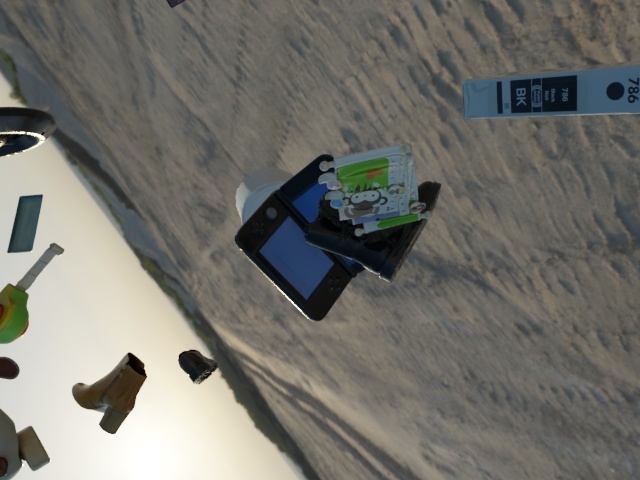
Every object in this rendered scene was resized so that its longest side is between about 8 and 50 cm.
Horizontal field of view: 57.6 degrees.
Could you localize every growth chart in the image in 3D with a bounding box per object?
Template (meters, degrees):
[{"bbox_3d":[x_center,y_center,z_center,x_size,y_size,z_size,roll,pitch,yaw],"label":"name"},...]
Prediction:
[{"bbox_3d":[0.096,-0.082,1.008,0.237,0.172,0.021,61,-166,-55],"label":"growth chart"}]

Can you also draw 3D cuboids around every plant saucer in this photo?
[{"bbox_3d":[-0.807,-0.045,1.599,0.018,0.067,0.192,90,174,-58],"label":"plant saucer"}]

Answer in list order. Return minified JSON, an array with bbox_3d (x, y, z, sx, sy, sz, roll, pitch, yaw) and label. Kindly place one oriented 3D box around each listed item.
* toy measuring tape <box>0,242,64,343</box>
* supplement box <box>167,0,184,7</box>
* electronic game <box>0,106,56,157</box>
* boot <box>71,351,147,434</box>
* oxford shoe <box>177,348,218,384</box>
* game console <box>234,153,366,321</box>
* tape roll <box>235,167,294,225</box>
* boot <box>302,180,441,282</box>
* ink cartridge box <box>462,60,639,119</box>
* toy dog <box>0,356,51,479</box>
[{"bbox_3d":[-0.767,0.158,1.495,0.121,0.330,0.121,38,171,7],"label":"toy measuring tape"},{"bbox_3d":[-0.374,-0.663,1.559,0.043,0.083,0.055,60,-177,-29],"label":"supplement box"},{"bbox_3d":[-0.509,-0.155,0.854,0.229,0.229,0.048,175,80,-73],"label":"electronic game"},{"bbox_3d":[-0.639,0.435,1.789,0.295,0.211,0.104,22,171,44],"label":"boot"},{"bbox_3d":[-0.333,0.332,1.574,0.096,0.083,0.227,43,163,9],"label":"oxford shoe"},{"bbox_3d":[0.000,0.000,1.336,0.293,0.250,0.173,47,148,-15],"label":"game console"},{"bbox_3d":[-0.164,-0.113,2.015,0.246,0.246,0.169,61,178,-28],"label":"tape roll"},{"bbox_3d":[0.105,-0.058,1.169,0.207,0.246,0.094,28,161,14],"label":"boot"},{"bbox_3d":[0.375,-0.205,0.779,0.333,0.165,0.065,10,113,50],"label":"ink cartridge box"},{"bbox_3d":[-0.617,0.309,1.024,0.333,0.220,0.161,47,148,-13],"label":"toy dog"}]
